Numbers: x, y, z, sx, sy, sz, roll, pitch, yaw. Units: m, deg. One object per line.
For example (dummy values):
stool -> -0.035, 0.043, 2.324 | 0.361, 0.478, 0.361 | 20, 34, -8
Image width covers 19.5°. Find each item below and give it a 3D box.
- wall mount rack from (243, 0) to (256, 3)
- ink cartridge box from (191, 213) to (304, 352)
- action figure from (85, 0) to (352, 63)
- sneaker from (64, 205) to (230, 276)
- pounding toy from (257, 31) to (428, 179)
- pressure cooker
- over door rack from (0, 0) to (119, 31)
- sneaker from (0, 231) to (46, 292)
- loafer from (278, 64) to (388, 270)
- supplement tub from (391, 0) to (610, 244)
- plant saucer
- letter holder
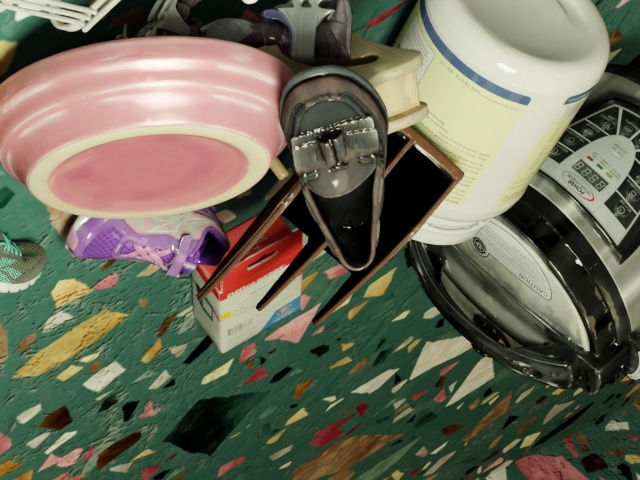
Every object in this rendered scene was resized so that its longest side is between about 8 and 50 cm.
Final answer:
wall mount rack -> 0.016, -0.353, 1.782 | 0.350, 0.130, 0.304 | -47, 172, 22
ink cartridge box -> -0.098, 0.044, 2.495 | 0.134, 0.078, 0.231 | -29, 156, -18
action figure -> -0.111, -0.210, 1.937 | 0.285, 0.099, 0.185 | -9, 179, -3
sneaker -> -0.197, -0.003, 2.237 | 0.236, 0.104, 0.095 | -8, 145, -47
pounding toy -> 0.002, -0.164, 2.073 | 0.154, 0.269, 0.155 | -41, 135, -37
pressure cooker -> 0.348, 0.004, 2.605 | 0.420, 0.375, 0.370 | -38, -157, -21
over door rack -> -0.196, -0.300, 1.638 | 0.324, 0.108, 0.239 | -25, 164, 30
sneaker -> -0.367, 0.016, 2.092 | 0.166, 0.065, 0.076 | -9, 141, -50
loafer -> 0.026, -0.070, 1.918 | 0.109, 0.095, 0.302 | -12, 153, 2
supplement tub -> 0.184, -0.172, 2.282 | 0.235, 0.235, 0.325 | -17, 150, -38
plant saucer -> -0.180, -0.104, 1.926 | 0.332, 0.084, 0.332 | -7, 161, -2
letter holder -> 0.000, 0.000, 2.223 | 0.214, 0.152, 0.302 | -51, -177, -33
